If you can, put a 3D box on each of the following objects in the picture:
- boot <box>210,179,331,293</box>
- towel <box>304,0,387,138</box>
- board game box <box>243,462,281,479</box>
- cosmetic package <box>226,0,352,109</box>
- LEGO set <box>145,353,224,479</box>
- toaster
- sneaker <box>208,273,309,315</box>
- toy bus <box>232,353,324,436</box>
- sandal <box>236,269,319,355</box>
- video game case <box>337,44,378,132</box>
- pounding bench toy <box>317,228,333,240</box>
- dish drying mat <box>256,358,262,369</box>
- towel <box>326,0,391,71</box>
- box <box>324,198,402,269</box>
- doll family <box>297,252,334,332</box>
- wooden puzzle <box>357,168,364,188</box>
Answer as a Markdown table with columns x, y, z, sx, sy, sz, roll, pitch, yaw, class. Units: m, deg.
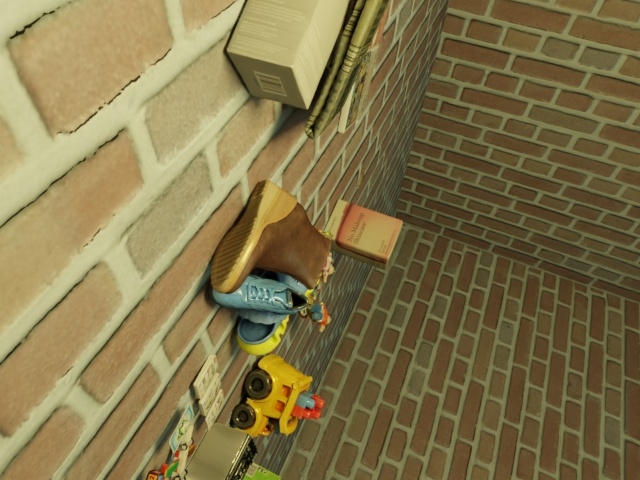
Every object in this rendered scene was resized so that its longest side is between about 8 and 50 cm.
| x | y | z | sx | sy | sz | roll | pitch | yaw | class |
| --- | --- | --- | --- | --- | --- | --- | --- | --- | --- |
| -0.071 | 0.033 | 0.811 | 0.207 | 0.090 | 0.248 | 47 | 48 | -32 | boot |
| 0.060 | -0.361 | 0.803 | 0.324 | 0.056 | 0.312 | -63 | -178 | 28 | towel |
| -0.230 | 0.799 | 1.365 | 0.259 | 0.124 | 0.039 | -39 | 149 | -65 | board game box |
| -0.028 | -0.324 | 0.630 | 0.127 | 0.107 | 0.237 | 54 | 54 | -76 | cosmetic package |
| -0.265 | 0.366 | 0.871 | 0.244 | 0.060 | 0.182 | -68 | 165 | -47 | LEGO set |
| -0.238 | 0.548 | 1.073 | 0.168 | 0.110 | 0.185 | 92 | 22 | -54 | toaster |
| -0.106 | 0.098 | 0.833 | 0.209 | 0.082 | 0.069 | 21 | 71 | -47 | sneaker |
| -0.106 | 0.454 | 1.232 | 0.220 | 0.212 | 0.149 | -68 | 163 | 0 | toy bus |
| -0.088 | 0.093 | 0.991 | 0.138 | 0.126 | 0.317 | 80 | 31 | -59 | sandal |
| 0.102 | -0.413 | 1.219 | 0.183 | 0.023 | 0.201 | -54 | 161 | -52 | video game case |
| 0.000 | 0.000 | 1.360 | 0.083 | 0.052 | 0.065 | -8 | 118 | -76 | pounding bench toy |
| -0.181 | 0.380 | 1.291 | 0.032 | 0.008 | 0.083 | 9 | 101 | -78 | dish drying mat |
| 0.100 | -0.531 | 1.003 | 0.329 | 0.037 | 0.236 | -53 | 161 | -49 | towel |
| 0.142 | -0.019 | 1.513 | 0.126 | 0.233 | 0.148 | 75 | 36 | -68 | box |
| -0.025 | 0.161 | 1.436 | 0.163 | 0.119 | 0.262 | 58 | 35 | -67 | doll family |
| 0.160 | -0.241 | 1.772 | 0.049 | 0.006 | 0.083 | -52 | 159 | -54 | wooden puzzle |
